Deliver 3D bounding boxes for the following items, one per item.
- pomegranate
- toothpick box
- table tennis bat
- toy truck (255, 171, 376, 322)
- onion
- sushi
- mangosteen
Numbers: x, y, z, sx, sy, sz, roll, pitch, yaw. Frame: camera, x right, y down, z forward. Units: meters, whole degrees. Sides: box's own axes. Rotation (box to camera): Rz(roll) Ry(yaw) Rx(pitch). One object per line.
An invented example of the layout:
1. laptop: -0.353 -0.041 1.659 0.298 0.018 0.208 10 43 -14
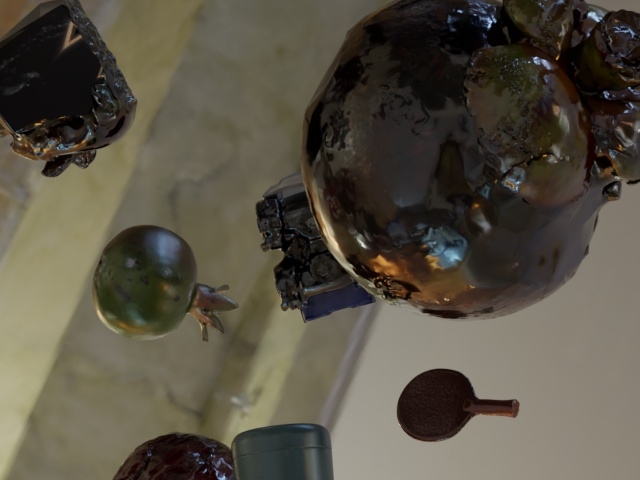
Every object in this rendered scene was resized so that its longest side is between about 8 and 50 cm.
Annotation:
1. pomegranate: -0.241 0.076 2.372 0.181 0.224 0.181 -49 -149 43
2. toothpick box: -0.040 0.314 1.818 0.120 0.120 0.184 -21 -112 44
3. table tennis bat: 0.162 0.197 1.838 0.154 0.019 0.098 0 -122 28
4. toy truck: 0.000 0.000 2.214 0.161 0.213 0.177 -15 -172 2
5. onion: -0.193 0.378 2.093 0.281 0.221 0.281 -34 176 -3
6. sushi: -0.349 -0.200 2.059 0.215 0.212 0.227 -41 -166 -17
7. mangosteen: 0.174 -0.121 1.719 0.421 0.381 0.381 -53 -147 13
